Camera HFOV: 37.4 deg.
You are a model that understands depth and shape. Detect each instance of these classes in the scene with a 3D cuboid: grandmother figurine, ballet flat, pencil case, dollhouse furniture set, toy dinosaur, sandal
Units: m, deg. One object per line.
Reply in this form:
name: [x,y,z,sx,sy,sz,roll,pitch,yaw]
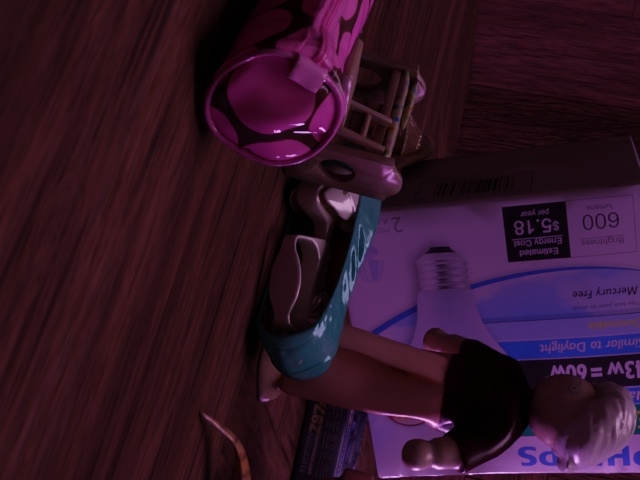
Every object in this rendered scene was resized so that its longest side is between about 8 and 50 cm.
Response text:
grandmother figurine: [0.118,0.140,0.882,0.208,0.342,0.104,-68,165,-50]
ballet flat: [0.000,0.000,0.849,0.087,0.083,0.247,58,40,-55]
pencil case: [-0.004,-0.145,0.617,0.095,0.098,0.209,42,43,-26]
dollhouse furniture set: [0.045,-0.157,0.792,0.161,0.101,0.182,99,6,-62]
toy dinosaur: [-0.064,0.226,0.765,0.112,0.064,0.212,-33,133,-75]
sandal: [0.091,-0.137,1.193,0.240,0.088,0.079,-49,145,-59]

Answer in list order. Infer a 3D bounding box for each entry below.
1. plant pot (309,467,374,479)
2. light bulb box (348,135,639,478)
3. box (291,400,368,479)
plant pot: [-0.032,0.320,0.879,0.237,0.109,0.237,15,90,-84]
light bulb box: [0.230,0.085,1.183,0.225,0.357,0.361,-55,136,-66]
box: [0.019,0.258,1.266,0.183,0.059,0.233,47,54,-76]
